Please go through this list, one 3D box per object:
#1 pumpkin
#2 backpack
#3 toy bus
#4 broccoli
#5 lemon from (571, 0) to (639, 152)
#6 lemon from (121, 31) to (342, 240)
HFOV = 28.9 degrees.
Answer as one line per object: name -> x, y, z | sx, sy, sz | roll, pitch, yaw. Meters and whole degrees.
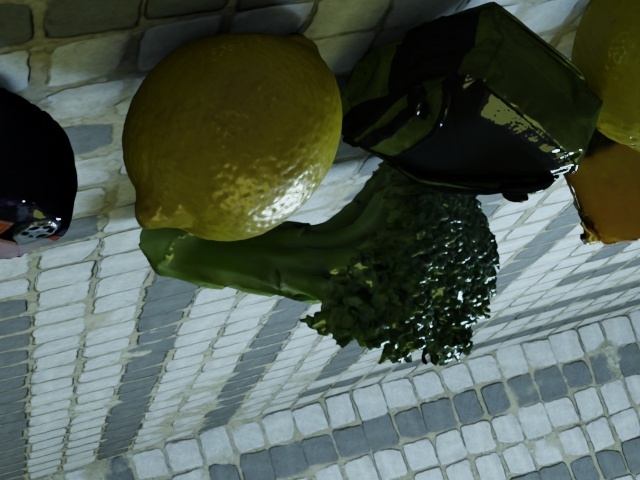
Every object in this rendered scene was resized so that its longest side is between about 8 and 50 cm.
pumpkin -> 0.451, -0.104, 1.478 | 0.225, 0.256, 0.303 | 3, -175, 45
backpack -> 0.133, -0.125, 1.233 | 0.207, 0.140, 0.253 | 33, 155, -31
toy bus -> -0.333, -0.063, 1.025 | 0.147, 0.127, 0.302 | -22, 164, 23
broccoli -> 0.022, 0.005, 1.474 | 0.397, 0.275, 0.353 | 2, 172, 38
lemon -> 0.351, -0.189, 1.242 | 0.192, 0.192, 0.231 | -9, 134, -32
lemon -> -0.077, -0.096, 1.115 | 0.244, 0.187, 0.187 | -46, 176, -26
